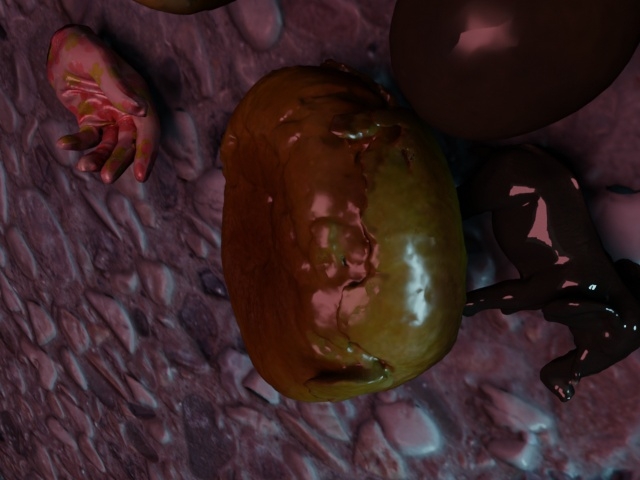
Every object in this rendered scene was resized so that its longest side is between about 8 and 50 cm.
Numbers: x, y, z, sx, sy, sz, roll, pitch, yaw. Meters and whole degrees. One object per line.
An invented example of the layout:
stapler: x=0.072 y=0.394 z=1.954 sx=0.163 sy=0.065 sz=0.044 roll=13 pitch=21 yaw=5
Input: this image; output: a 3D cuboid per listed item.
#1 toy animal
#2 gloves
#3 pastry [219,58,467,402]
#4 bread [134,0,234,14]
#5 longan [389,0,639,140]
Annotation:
toy animal: x=0.191 y=0.028 z=0.541 sx=0.146 sy=0.114 sz=0.245 roll=-27 pitch=97 yaw=48
gloves: x=-0.287 y=-0.178 z=0.831 sx=0.145 sy=0.126 sz=0.241 roll=-38 pitch=82 yaw=19
pastry: x=0.000 y=0.000 z=0.600 sx=0.356 sy=0.164 sz=0.356 roll=38 pitch=136 yaw=50
bread: x=-0.124 y=-0.353 z=0.542 sx=0.176 sy=0.195 sz=0.246 roll=33 pitch=129 yaw=13
longan: x=0.138 y=-0.159 z=0.440 sx=0.189 sy=0.189 sz=0.189 roll=20 pitch=125 yaw=31
